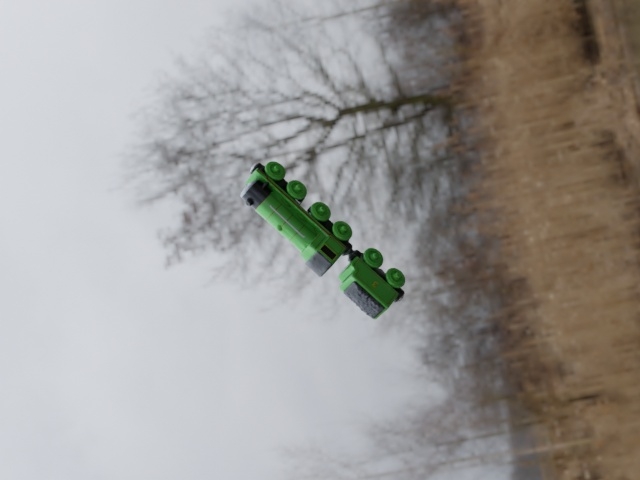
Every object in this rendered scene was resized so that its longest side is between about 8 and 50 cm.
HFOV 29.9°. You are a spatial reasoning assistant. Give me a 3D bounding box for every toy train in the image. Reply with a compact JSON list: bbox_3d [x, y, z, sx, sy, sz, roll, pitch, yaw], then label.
[{"bbox_3d":[0.000,0.000,0.494,0.083,0.017,0.023,41,-131,0],"label":"toy train"}]
